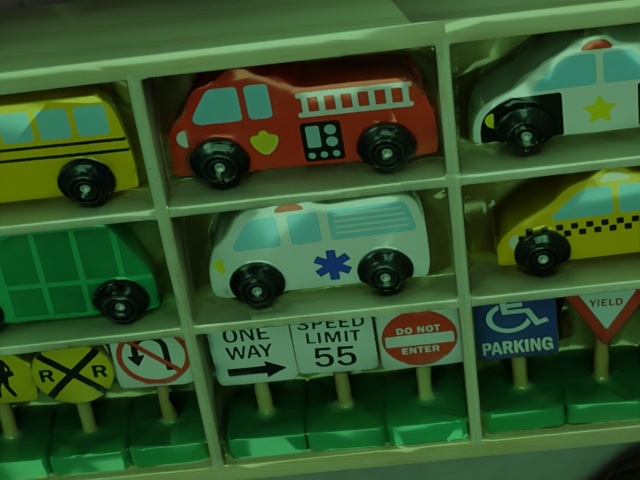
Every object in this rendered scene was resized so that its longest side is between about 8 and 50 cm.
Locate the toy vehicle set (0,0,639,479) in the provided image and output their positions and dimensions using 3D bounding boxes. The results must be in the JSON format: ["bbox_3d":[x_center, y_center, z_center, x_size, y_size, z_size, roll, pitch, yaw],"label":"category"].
[{"bbox_3d":[0.000,0.000,0.525,0.266,0.035,0.166,-6,128,5],"label":"toy vehicle set"}]

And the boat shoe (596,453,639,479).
[{"bbox_3d":[0.081,0.159,0.608,0.072,0.068,0.190,35,112,-28],"label":"boat shoe"}]
